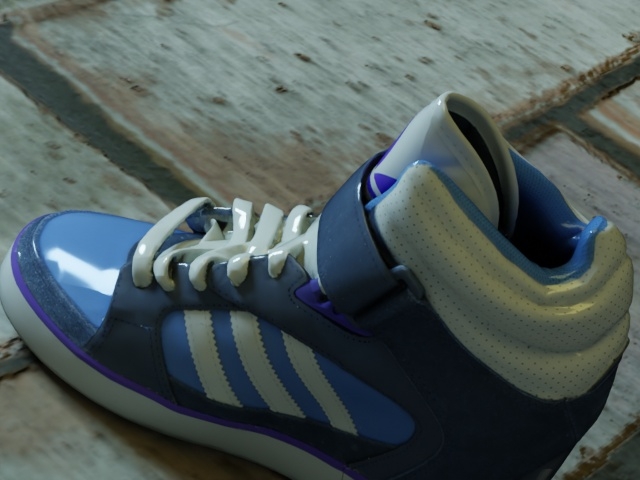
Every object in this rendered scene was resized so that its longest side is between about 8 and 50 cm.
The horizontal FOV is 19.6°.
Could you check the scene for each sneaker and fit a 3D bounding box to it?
[{"bbox_3d":[0.000,0.000,0.924,0.322,0.236,0.130,27,36,12],"label":"sneaker"}]
